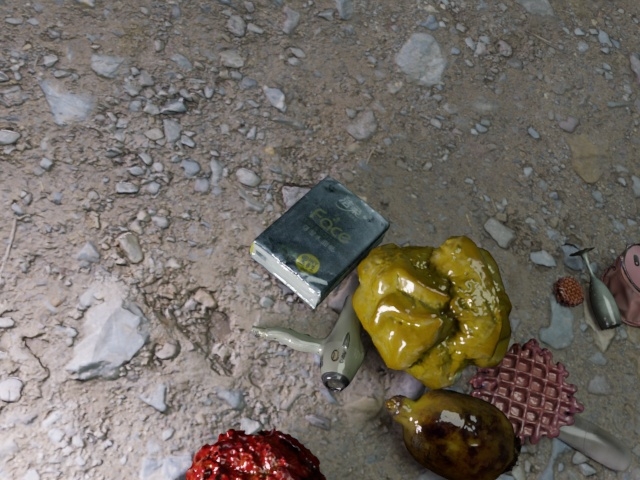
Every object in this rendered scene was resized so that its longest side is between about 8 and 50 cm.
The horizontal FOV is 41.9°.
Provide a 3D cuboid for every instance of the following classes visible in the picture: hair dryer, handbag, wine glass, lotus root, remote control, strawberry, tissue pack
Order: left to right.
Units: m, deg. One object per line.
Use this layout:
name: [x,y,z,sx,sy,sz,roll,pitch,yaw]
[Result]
strawberry: [-0.106,0.441,1.419,0.274,0.220,0.274,12,60,-21]
tissue pack: [0.000,0.000,1.772,0.185,0.081,0.257,39,56,11]
hair dryer: [0.006,0.178,1.707,0.225,0.088,0.219,31,48,14]
lotus root: [0.266,0.383,1.634,0.314,0.141,0.169,22,87,-14]
remote control: [0.581,0.423,1.813,0.229,0.044,0.073,32,59,-3]
wine glass: [0.660,0.117,1.996,0.066,0.066,0.197,-8,72,-26]
handbag: [0.787,0.107,2.023,0.205,0.116,0.179,9,59,-16]

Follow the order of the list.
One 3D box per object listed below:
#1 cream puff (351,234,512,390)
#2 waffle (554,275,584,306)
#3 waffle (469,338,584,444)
cream puff: [0.223,0.124,1.670,0.274,0.270,0.323,-8,65,-43]
waffle: [0.594,0.122,1.989,0.083,0.029,0.075,-9,71,-31]
waffle: [0.437,0.327,1.787,0.234,0.055,0.221,-22,66,-19]
